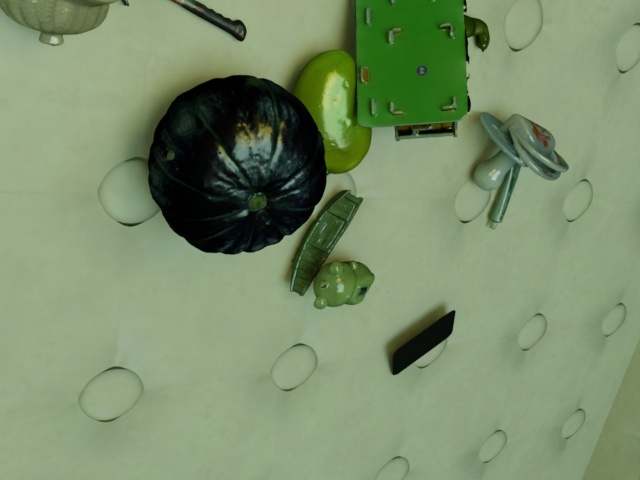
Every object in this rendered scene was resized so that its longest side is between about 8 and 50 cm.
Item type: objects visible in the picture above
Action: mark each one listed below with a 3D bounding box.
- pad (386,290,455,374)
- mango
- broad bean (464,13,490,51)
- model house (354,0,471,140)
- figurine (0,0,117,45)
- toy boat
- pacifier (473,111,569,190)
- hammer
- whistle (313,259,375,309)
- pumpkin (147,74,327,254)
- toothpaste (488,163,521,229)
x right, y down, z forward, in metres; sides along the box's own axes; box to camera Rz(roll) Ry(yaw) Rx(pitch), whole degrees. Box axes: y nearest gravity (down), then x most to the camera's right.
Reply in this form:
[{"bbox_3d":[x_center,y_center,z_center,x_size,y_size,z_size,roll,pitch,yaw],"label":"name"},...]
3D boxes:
[{"bbox_3d":[0.296,0.250,2.002,0.250,0.055,0.323,-31,127,-18],"label":"pad"},{"bbox_3d":[0.015,-0.276,1.486,0.185,0.149,0.273,-25,120,-11],"label":"mango"},{"bbox_3d":[0.359,-0.524,1.644,0.214,0.048,0.070,9,90,-48],"label":"broad bean"},{"bbox_3d":[0.210,-0.398,1.538,0.242,0.313,0.357,-4,84,8],"label":"model house"},{"bbox_3d":[-0.435,-0.496,1.081,0.185,0.204,0.332,-7,88,-30],"label":"figurine"},{"bbox_3d":[0.000,0.000,1.674,0.093,0.055,0.293,28,95,-41],"label":"toy boat"},{"bbox_3d":[0.520,-0.219,1.838,0.299,0.244,0.233,14,135,-37],"label":"pacifier"},{"bbox_3d":[-0.261,-0.458,1.279,0.288,0.033,0.111,17,102,-39],"label":"hammer"},{"bbox_3d":[0.067,0.107,1.721,0.288,0.106,0.131,-2,118,-62],"label":"whistle"},{"bbox_3d":[-0.160,-0.149,1.340,0.363,0.266,0.363,-14,127,-19],"label":"pumpkin"},{"bbox_3d":[0.551,-0.136,1.993,0.064,0.041,0.218,6,107,-49],"label":"toothpaste"}]
